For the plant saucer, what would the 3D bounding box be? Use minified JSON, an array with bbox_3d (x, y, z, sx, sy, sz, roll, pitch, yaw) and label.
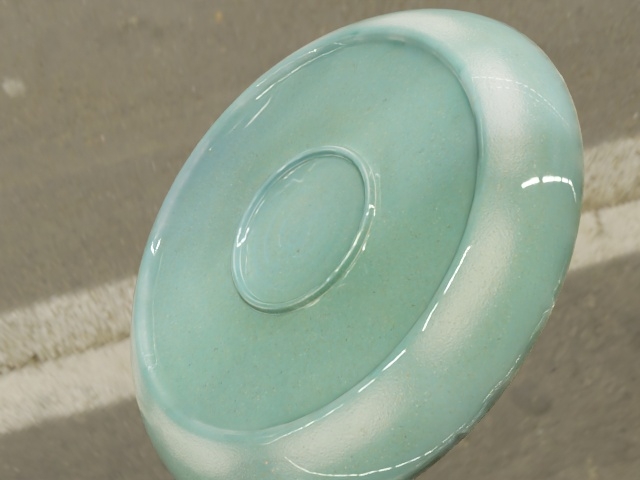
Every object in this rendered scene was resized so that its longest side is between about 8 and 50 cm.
[{"bbox_3d":[0.000,0.000,0.881,0.317,0.043,0.318,-25,48,31],"label":"plant saucer"}]
